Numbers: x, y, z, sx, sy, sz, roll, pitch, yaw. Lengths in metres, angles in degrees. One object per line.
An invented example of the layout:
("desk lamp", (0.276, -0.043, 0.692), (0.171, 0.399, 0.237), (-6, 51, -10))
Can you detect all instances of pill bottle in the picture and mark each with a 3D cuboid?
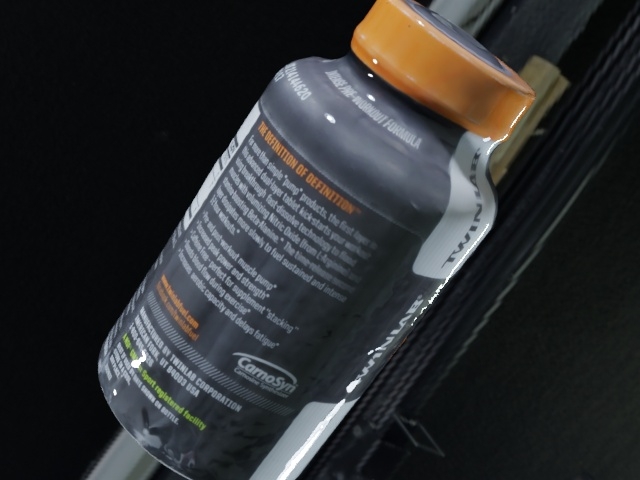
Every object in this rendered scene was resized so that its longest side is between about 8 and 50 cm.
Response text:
("pill bottle", (0.000, 0.000, 0.474), (0.130, 0.130, 0.245), (23, -67, -30))
